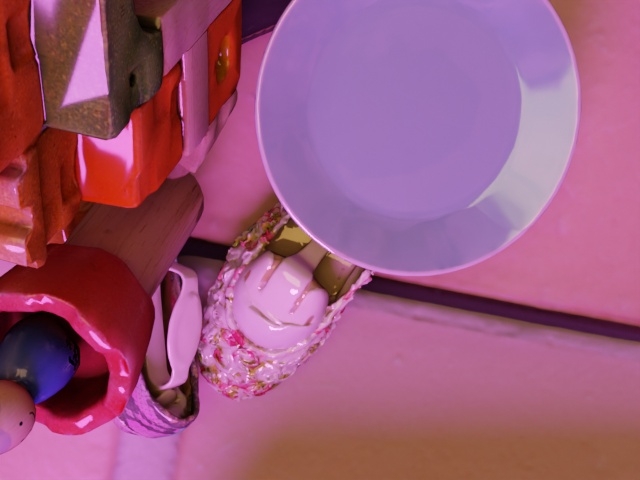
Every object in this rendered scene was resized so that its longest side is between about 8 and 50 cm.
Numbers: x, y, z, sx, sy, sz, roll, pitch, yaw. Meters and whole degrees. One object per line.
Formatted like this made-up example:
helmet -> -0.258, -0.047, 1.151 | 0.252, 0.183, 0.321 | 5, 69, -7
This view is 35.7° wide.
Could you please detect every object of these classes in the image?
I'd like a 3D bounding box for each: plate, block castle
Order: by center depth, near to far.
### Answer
block castle -> -0.204, -0.132, 0.401 | 0.303, 0.213, 0.453 | 10, 126, 9
plate -> 0.055, -0.073, 0.559 | 0.188, 0.024, 0.188 | -2, 100, -11

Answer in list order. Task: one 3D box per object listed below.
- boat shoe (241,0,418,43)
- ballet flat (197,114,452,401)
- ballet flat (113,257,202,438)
boat shoe -> 0.038, -0.189, 0.589 | 0.355, 0.132, 0.130 | -34, 86, 5
ballet flat -> 0.000, 0.000, 0.615 | 0.091, 0.077, 0.241 | 38, 93, 3
ballet flat -> -0.109, 0.013, 0.620 | 0.079, 0.077, 0.221 | -9, 91, 38
